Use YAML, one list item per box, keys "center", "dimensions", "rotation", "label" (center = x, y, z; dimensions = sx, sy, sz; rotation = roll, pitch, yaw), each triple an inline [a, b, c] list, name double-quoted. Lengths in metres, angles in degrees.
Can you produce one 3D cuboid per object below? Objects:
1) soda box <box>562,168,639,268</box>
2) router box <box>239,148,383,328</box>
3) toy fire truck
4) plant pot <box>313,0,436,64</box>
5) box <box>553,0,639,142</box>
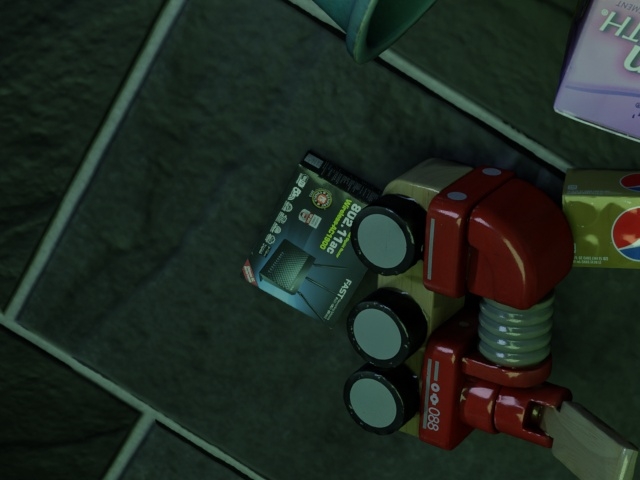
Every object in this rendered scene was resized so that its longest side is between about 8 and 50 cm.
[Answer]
- center: [0.276, -0.016, 1.015]
  dimensions: [0.181, 0.058, 0.061]
  rotation: [2, 114, 13]
  label: "soda box"
- center: [0.000, 0.000, 1.103]
  dimensions: [0.092, 0.038, 0.122]
  rotation: [29, 118, -1]
  label: "router box"
- center: [0.142, 0.075, 0.993]
  dimensions: [0.246, 0.158, 0.217]
  rotation: [17, 119, 28]
  label: "toy fire truck"
- center: [-0.005, -0.340, 0.806]
  dimensions: [0.334, 0.341, 0.341]
  rotation: [37, 118, 5]
  label: "plant pot"
- center: [0.248, -0.204, 0.849]
  dimensions: [0.117, 0.213, 0.243]
  rotation: [19, 118, 5]
  label: "box"
